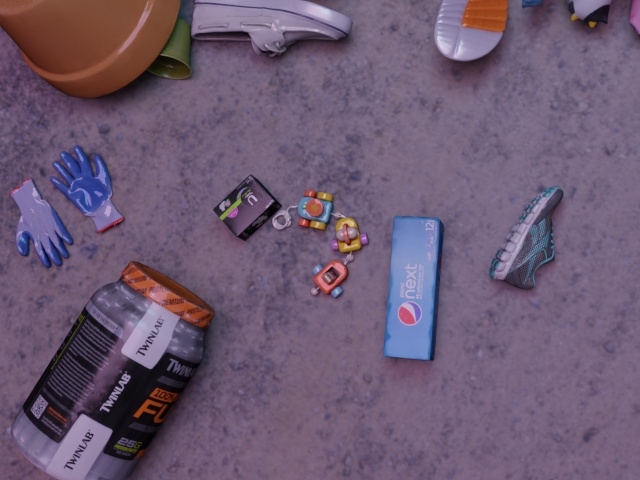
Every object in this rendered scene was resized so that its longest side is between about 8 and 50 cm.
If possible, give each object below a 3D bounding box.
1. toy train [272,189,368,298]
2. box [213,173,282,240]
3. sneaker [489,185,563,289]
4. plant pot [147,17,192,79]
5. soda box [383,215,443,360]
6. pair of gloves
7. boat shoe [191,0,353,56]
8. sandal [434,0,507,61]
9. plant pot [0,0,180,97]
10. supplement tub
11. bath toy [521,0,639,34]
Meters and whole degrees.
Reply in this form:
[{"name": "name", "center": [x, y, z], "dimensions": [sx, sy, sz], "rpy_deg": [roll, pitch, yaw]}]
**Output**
[{"name": "toy train", "center": [0.000, 0.000, 1.591], "dimensions": [0.125, 0.046, 0.166], "rpy_deg": [-38, 78, 4]}, {"name": "box", "center": [-0.114, -0.051, 1.617], "dimensions": [0.083, 0.052, 0.062], "rpy_deg": [-43, 77, 2]}, {"name": "sneaker", "center": [0.319, -0.001, 1.528], "dimensions": [0.076, 0.065, 0.166], "rpy_deg": [31, 93, -3]}, {"name": "plant pot", "center": [-0.240, -0.314, 1.667], "dimensions": [0.083, 0.083, 0.079], "rpy_deg": [7, 73, 12]}, {"name": "soda box", "center": [0.140, 0.072, 1.543], "dimensions": [0.071, 0.067, 0.210], "rpy_deg": [4, 83, 12]}, {"name": "pair of gloves", "center": [-0.424, -0.053, 1.695], "dimensions": [0.198, 0.023, 0.159], "rpy_deg": [-33, 78, 5]}, {"name": "boat shoe", "center": [-0.082, -0.334, 1.626], "dimensions": [0.267, 0.096, 0.088], "rpy_deg": [12, 90, 14]}, {"name": "sandal", "center": [0.238, -0.370, 1.582], "dimensions": [0.102, 0.076, 0.265], "rpy_deg": [19, 66, -1]}, {"name": "plant pot", "center": [-0.391, -0.392, 1.599], "dimensions": [0.290, 0.203, 0.291], "rpy_deg": [-8, 71, 25]}, {"name": "supplement tub", "center": [-0.304, 0.201, 1.552], "dimensions": [0.193, 0.193, 0.316], "rpy_deg": [32, 91, 13]}, {"name": "bath toy", "center": [0.475, -0.352, 1.493], "dimensions": [0.348, 0.151, 0.129], "rpy_deg": [15, 77, 3]}]
